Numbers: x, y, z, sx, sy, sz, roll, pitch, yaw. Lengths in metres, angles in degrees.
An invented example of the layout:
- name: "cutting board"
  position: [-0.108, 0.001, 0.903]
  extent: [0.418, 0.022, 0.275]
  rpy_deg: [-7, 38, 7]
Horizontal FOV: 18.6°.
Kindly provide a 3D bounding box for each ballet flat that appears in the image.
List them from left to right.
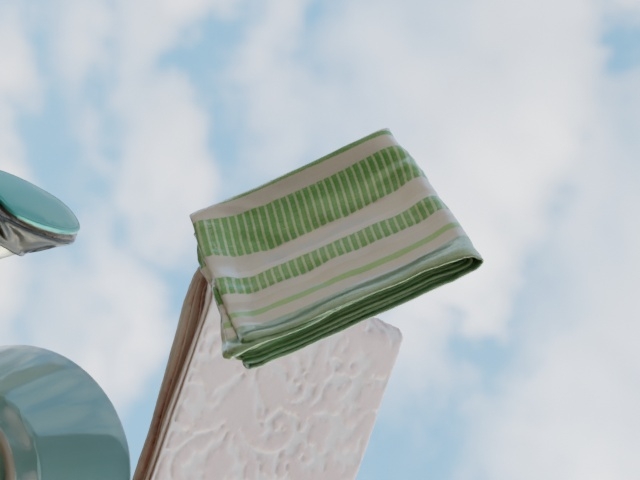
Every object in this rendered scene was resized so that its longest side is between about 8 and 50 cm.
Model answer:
- name: "ballet flat"
  position: [-0.344, -0.032, 1.882]
  extent: [0.096, 0.280, 0.095]
  rpy_deg: [-43, -121, 9]

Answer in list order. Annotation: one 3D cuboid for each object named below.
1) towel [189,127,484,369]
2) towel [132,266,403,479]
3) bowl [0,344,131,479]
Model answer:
- name: "towel"
  position: [0.000, 0.000, 1.876]
  extent: [0.325, 0.248, 0.038]
  rpy_deg: [-116, -178, -65]
- name: "towel"
  position: [-0.065, 0.208, 2.242]
  extent: [0.053, 0.332, 0.317]
  rpy_deg: [17, -94, 43]
- name: "bowl"
  position: [-0.394, 0.273, 2.261]
  extent: [0.312, 0.163, 0.311]
  rpy_deg: [-2, -96, 22]
